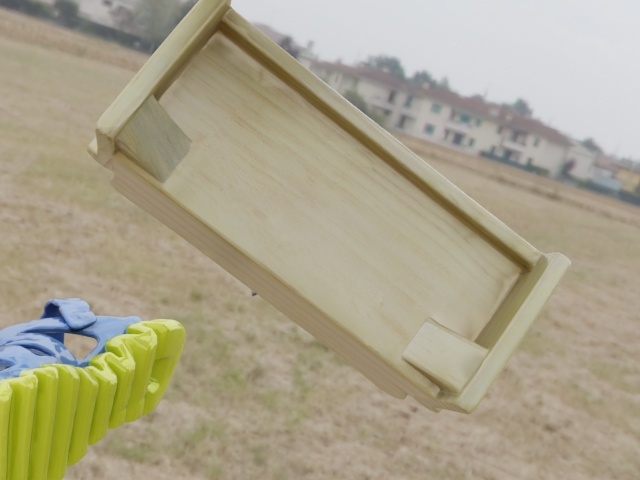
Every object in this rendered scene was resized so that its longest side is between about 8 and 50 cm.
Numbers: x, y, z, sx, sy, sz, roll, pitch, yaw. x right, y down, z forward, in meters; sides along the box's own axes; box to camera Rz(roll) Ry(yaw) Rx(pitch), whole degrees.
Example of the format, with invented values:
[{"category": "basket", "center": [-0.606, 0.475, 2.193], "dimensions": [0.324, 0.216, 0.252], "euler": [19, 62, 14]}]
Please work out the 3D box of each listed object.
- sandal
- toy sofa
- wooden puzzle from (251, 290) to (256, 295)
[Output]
[{"category": "sandal", "center": [-0.248, 0.125, 0.790], "dimensions": [0.138, 0.126, 0.317], "euler": [22, 12, 14]}, {"category": "toy sofa", "center": [0.000, -0.022, 0.745], "dimensions": [0.363, 0.150, 0.177], "euler": [37, -13, -5]}, {"category": "wooden puzzle", "center": [-0.042, 0.046, 1.079], "dimensions": [0.083, 0.006, 0.049], "euler": [-12, 28, 17]}]
